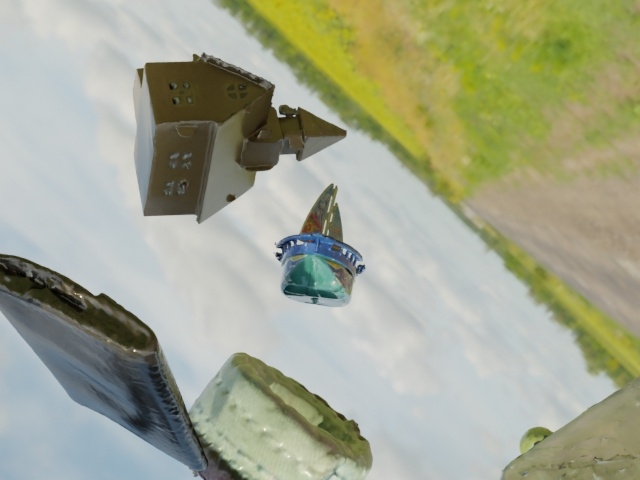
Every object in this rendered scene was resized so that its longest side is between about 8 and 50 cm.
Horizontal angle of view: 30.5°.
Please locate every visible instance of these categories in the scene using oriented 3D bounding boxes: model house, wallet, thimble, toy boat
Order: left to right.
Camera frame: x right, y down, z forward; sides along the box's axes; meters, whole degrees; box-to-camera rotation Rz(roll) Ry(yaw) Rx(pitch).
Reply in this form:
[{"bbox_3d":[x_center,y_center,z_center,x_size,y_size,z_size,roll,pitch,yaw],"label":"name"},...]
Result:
[{"bbox_3d":[-0.189,0.113,1.046,0.170,0.044,0.321,24,158,15],"label":"wallet"},{"bbox_3d":[-0.091,-0.138,1.399,0.248,0.181,0.176,-2,-127,-17],"label":"model house"},{"bbox_3d":[-0.053,0.252,1.409,0.237,0.150,0.237,36,-178,-1],"label":"thimble"},{"bbox_3d":[0.000,0.000,1.101,0.091,0.110,0.175,8,170,3],"label":"toy boat"}]

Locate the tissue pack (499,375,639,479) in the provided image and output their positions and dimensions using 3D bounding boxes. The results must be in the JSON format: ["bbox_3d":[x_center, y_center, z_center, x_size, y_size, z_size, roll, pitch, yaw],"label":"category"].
[{"bbox_3d":[0.338,0.315,0.869,0.416,0.253,0.264,61,175,-24],"label":"tissue pack"}]

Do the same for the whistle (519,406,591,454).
[{"bbox_3d":[0.252,0.302,1.139,0.131,0.288,0.106,2,-173,-1],"label":"whistle"}]
